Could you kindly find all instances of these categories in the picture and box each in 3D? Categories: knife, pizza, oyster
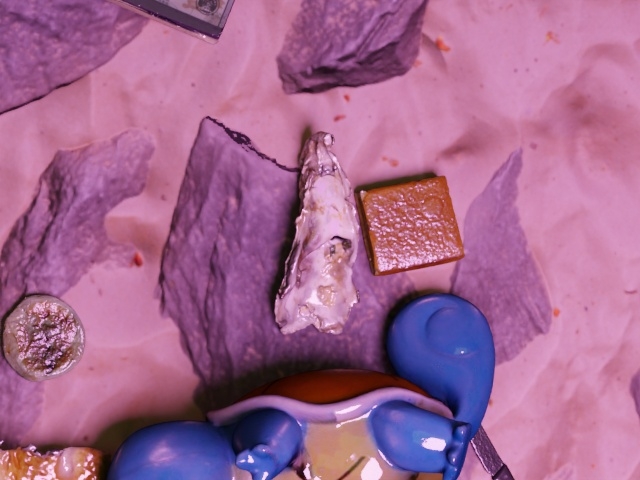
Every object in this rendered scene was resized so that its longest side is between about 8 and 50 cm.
[{"bbox_3d":[0.172,0.219,1.524,0.023,0.010,0.170,-29,89,-17],"label":"knife"},{"bbox_3d":[-0.301,0.245,1.407,0.194,0.069,0.154,21,81,-8],"label":"pizza"},{"bbox_3d":[0.001,0.001,1.502,0.106,0.061,0.199,25,83,-25],"label":"oyster"}]

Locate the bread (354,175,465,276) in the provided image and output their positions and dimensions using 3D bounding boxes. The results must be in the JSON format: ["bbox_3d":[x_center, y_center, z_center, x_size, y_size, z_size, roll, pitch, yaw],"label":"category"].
[{"bbox_3d":[0.090,-0.015,1.517,0.094,0.035,0.090,-11,87,-11],"label":"bread"}]

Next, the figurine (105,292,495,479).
[{"bbox_3d":[0.015,0.205,1.396,0.416,0.298,0.243,-26,60,-15],"label":"figurine"}]

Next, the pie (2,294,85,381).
[{"bbox_3d":[-0.268,0.093,1.454,0.085,0.017,0.085,1,85,-11],"label":"pie"}]

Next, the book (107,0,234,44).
[{"bbox_3d":[-0.134,-0.331,1.512,0.157,0.026,0.231,22,82,-8],"label":"book"}]
